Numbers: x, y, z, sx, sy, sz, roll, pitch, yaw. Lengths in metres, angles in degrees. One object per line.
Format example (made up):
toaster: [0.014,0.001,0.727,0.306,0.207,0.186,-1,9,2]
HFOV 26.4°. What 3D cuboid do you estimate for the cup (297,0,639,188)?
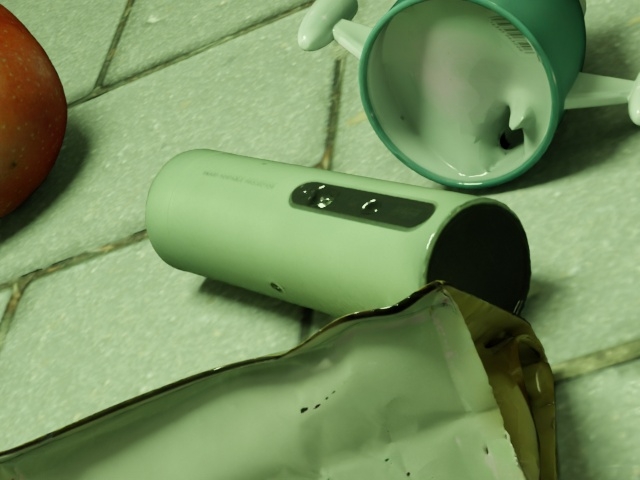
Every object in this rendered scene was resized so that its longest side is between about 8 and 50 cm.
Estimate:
cup: [0.133,-0.153,1.068,0.299,0.167,0.173,15,40,18]

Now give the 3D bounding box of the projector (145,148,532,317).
projector: [0.000,0.000,1.015,0.337,0.108,0.108,13,53,50]

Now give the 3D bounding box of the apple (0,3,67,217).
apple: [-0.390,-0.130,1.405,0.260,0.260,0.216,-1,8,40]

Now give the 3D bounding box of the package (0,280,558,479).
package: [-0.016,0.161,0.801,0.311,0.221,0.165,-20,73,16]
